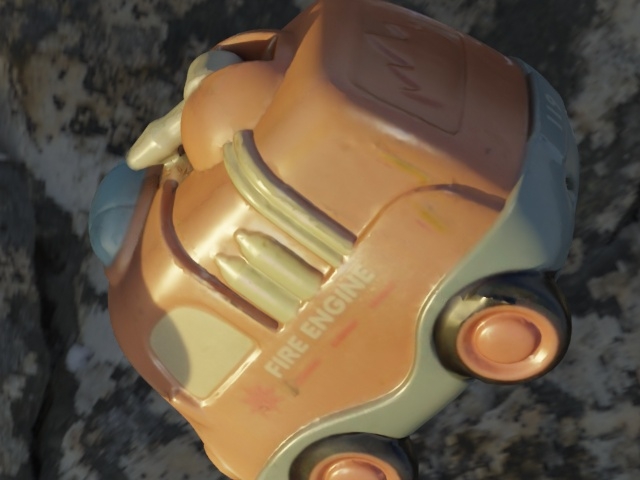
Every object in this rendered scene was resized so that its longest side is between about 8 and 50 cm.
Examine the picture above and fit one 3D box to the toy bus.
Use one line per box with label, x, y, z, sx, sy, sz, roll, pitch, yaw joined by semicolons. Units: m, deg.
toy bus;0.000;0.000;0.892;0.232;0.288;0.194;31;36;-20
